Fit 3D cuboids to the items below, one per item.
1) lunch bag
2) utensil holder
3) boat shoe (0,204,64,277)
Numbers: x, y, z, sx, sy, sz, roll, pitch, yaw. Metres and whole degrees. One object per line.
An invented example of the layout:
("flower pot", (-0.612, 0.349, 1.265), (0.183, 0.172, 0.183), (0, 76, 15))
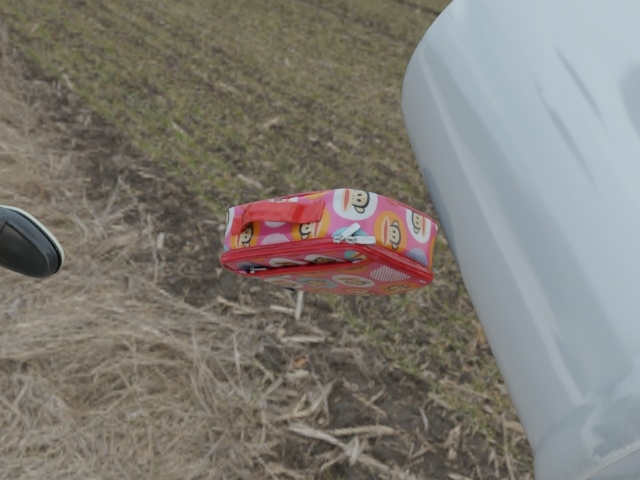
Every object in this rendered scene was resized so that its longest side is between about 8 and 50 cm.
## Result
("lunch bag", (0.000, 0.000, 1.115), (0.293, 0.120, 0.258), (-7, -21, 41))
("utensil holder", (0.265, -0.019, 0.622), (0.328, 0.327, 0.385), (-2, 56, -24))
("boat shoe", (-0.249, -0.010, 0.541), (0.133, 0.049, 0.042), (35, 19, -12))
